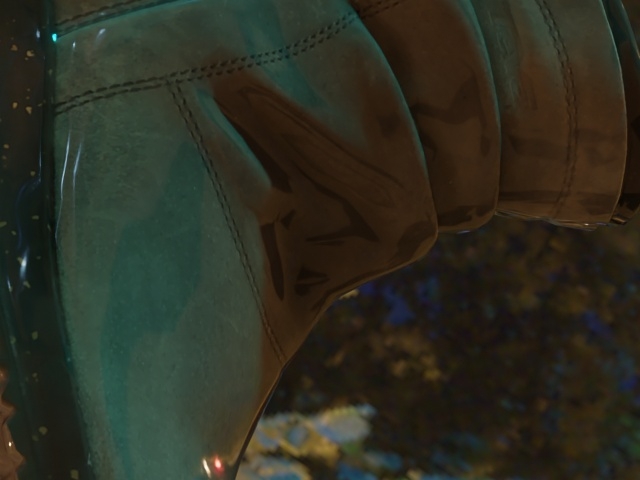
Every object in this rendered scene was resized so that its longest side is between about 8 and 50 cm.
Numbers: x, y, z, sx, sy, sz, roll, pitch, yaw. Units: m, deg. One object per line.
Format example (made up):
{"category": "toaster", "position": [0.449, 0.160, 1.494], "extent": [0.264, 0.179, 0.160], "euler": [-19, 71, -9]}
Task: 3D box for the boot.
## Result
{"category": "boot", "position": [0.000, 0.000, 0.497], "extent": [0.223, 0.338, 0.118], "euler": [-7, -9, -25]}
